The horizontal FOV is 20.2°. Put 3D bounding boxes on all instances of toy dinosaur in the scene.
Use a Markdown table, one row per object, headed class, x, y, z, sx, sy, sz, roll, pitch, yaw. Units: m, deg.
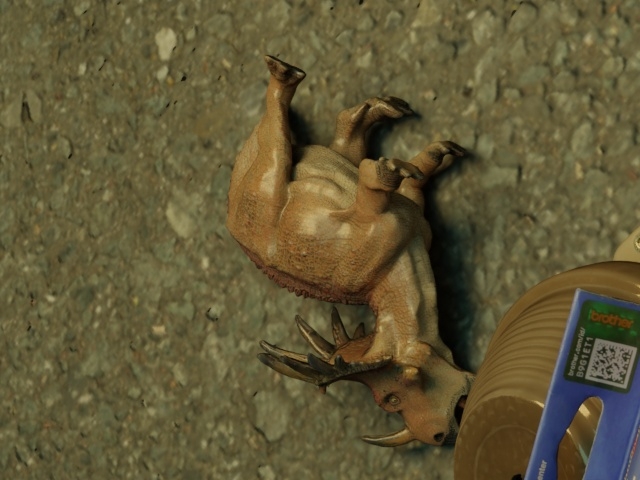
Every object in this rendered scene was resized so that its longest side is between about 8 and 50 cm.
| class | x | y | z | sx | sy | sz | roll | pitch | yaw |
| --- | --- | --- | --- | --- | --- | --- | --- | --- | --- |
| toy dinosaur | 0.000 | 0.000 | 1.252 | 0.295 | 0.127 | 0.200 | 42 | 113 | 39 |

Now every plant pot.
| class | x | y | z | sx | sy | sz | roll | pitch | yaw |
| --- | --- | --- | --- | --- | --- | --- | --- | --- | --- |
| plant pot | 0.156 | 0.136 | 1.067 | 0.237 | 0.109 | 0.237 | 15 | 109 | 49 |

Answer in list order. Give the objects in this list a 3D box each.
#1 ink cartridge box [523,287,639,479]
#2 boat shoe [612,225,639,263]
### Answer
| class | x | y | z | sx | sy | sz | roll | pitch | yaw |
| --- | --- | --- | --- | --- | --- | --- | --- | --- | --- |
| ink cartridge box | 0.264 | 0.152 | 0.952 | 0.311 | 0.065 | 0.186 | 15 | 99 | 3 |
| boat shoe | 0.291 | -0.063 | 1.058 | 0.302 | 0.109 | 0.098 | -52 | 58 | 24 |
